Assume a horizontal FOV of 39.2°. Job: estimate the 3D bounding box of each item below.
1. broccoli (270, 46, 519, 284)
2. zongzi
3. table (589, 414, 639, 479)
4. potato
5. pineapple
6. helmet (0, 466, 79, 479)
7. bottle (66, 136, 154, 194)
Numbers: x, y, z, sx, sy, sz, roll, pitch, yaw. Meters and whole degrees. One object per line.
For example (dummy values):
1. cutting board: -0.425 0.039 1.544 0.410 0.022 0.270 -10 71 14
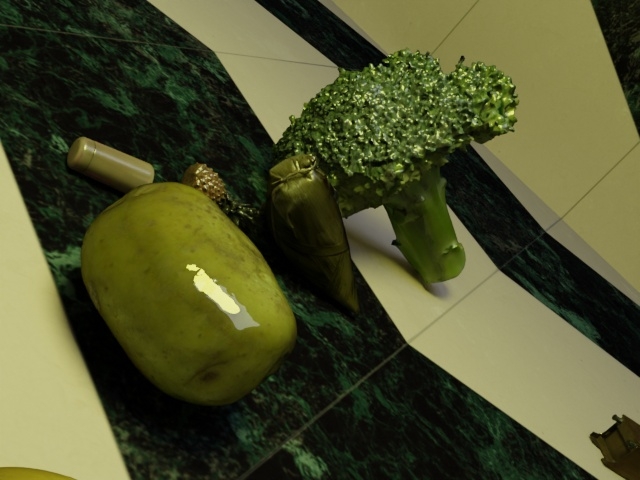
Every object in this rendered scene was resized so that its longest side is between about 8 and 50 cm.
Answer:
1. broccoli: 0.091 -0.084 1.402 0.353 0.397 0.274 16 51 3
2. zongzi: 0.001 -0.001 1.161 0.204 0.094 0.205 59 -12 9
3. table: 0.507 0.343 1.487 0.082 0.070 0.083 33 23 -23
4. potato: -0.126 0.049 0.851 0.228 0.148 0.197 43 34 8
5. pineapple: -0.124 -0.053 1.181 0.124 0.058 0.058 29 24 -29
6. helmet: -0.164 0.204 0.508 0.205 0.140 0.257 49 25 19
7. bottle: -0.246 -0.086 1.053 0.096 0.045 0.045 25 26 -34
